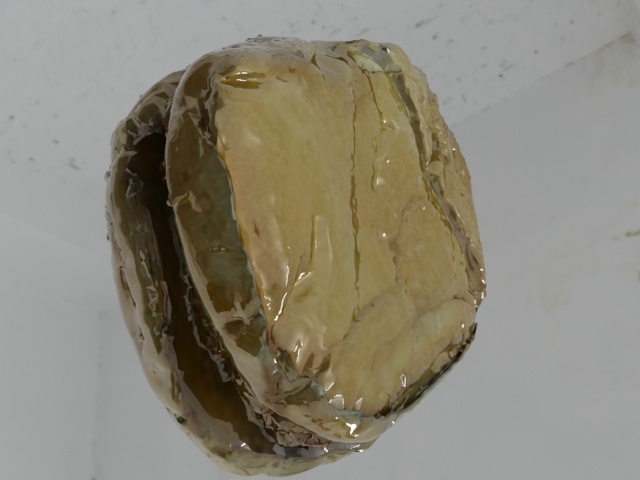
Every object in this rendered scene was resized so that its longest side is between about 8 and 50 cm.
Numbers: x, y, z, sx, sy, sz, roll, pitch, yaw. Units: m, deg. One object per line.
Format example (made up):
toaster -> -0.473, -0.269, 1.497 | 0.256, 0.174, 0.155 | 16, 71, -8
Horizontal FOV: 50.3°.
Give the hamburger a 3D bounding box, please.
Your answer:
hamburger -> 0.000, 0.001, 0.438 | 0.145, 0.283, 0.259 | -18, -94, 40
